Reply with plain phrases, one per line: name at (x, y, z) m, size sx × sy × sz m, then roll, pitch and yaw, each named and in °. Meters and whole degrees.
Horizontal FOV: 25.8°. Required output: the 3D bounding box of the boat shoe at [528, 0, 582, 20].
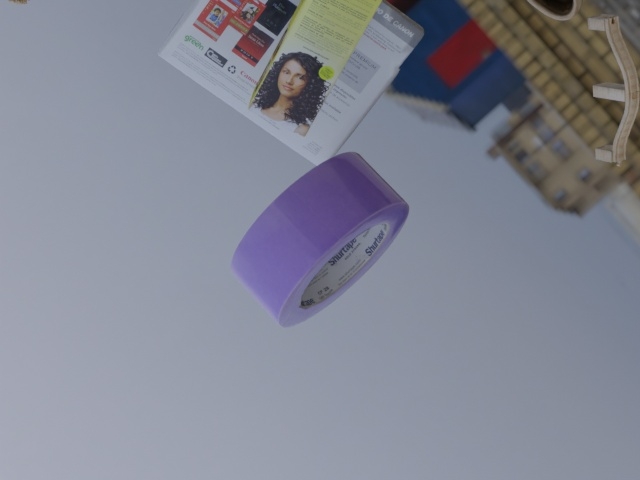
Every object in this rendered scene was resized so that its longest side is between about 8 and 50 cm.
boat shoe at (0.195, -0.371, 1.509) m, size 0.341 × 0.122 × 0.110 m, roll 36°, pitch -122°, yaw -34°

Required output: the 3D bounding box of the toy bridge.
toy bridge at (0.363, -0.182, 1.719) m, size 0.063 × 0.026 × 0.188 m, roll 20°, pitch 121°, yaw 57°

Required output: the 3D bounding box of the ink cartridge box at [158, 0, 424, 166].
ink cartridge box at (-0.038, -0.312, 2.121) m, size 0.309 × 0.272 × 0.130 m, roll 35°, pitch -160°, yaw -12°

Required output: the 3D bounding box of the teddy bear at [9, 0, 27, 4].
teddy bear at (-0.487, -0.478, 2.133) m, size 0.113 × 0.338 × 0.245 m, roll -29°, pitch -89°, yaw -50°

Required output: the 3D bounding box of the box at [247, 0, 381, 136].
box at (-0.003, -0.246, 1.739) m, size 0.087 × 0.232 × 0.058 m, roll 24°, pitch -150°, yaw -9°

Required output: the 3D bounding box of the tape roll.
tape roll at (0.000, 0.000, 1.490) m, size 0.080 × 0.189 × 0.189 m, roll 47°, pitch -168°, yaw 15°
